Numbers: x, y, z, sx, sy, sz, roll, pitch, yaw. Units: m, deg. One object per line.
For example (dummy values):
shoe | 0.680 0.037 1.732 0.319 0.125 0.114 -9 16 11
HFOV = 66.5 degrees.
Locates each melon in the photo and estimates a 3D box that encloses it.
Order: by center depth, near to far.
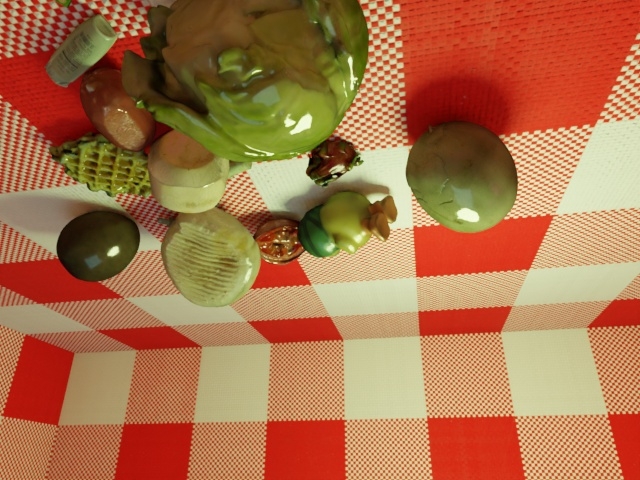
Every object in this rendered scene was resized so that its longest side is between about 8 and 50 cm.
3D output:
melon | 0.375 -0.175 1.303 0.330 0.269 0.268 42 136 -23

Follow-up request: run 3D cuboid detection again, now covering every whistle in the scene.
whistle | -0.323 -0.198 1.482 0.257 0.067 0.126 -15 150 23

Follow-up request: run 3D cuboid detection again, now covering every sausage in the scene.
sausage | -0.483 -0.310 1.183 0.148 0.148 0.254 -4 156 9

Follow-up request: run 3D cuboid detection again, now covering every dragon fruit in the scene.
dragon fruit | 0.027 -0.218 1.409 0.142 0.175 0.138 22 152 28

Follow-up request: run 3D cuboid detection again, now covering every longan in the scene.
longan | -0.784 0.019 1.735 0.300 0.243 0.300 -14 -173 2

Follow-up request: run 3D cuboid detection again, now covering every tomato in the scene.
tomato | -0.145 -0.012 1.814 0.227 0.101 0.228 -8 143 -6

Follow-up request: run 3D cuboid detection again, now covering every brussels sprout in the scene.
brussels sprout | -0.111 -0.315 0.940 0.425 0.343 0.361 -12 149 23

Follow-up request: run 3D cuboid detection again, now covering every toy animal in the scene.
toy animal | 0.069 -0.061 1.624 0.338 0.216 0.191 -16 122 35

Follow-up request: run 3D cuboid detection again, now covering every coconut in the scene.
coconut | -0.354 -0.189 1.329 0.241 0.241 0.241 0 153 0

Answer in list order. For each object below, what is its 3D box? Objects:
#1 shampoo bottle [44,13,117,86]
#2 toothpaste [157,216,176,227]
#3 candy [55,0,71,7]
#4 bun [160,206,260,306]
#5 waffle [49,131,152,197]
shampoo bottle | -0.529 -0.412 1.071 0.212 0.049 0.072 -18 123 34
toothpaste | -0.474 -0.048 1.810 0.255 0.037 0.067 13 145 -30
candy | -0.457 -0.515 0.861 0.097 0.062 0.194 22 146 -38
bun | -0.378 0.049 1.722 0.364 0.219 0.366 6 113 13
waffle | -0.607 -0.218 1.439 0.316 0.073 0.297 -7 153 19
